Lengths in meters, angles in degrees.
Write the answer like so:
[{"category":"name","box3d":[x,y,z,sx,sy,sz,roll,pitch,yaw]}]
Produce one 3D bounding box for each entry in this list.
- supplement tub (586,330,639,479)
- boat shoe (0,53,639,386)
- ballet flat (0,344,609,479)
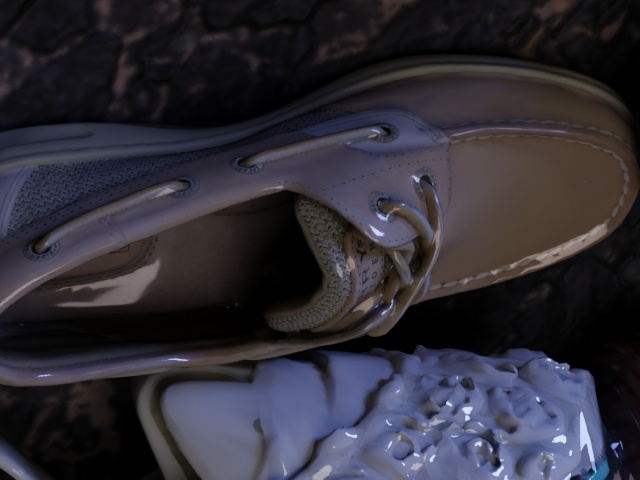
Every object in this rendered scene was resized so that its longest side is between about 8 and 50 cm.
[{"category":"supplement tub","box3d":[0.195,0.082,0.823,0.198,0.106,0.106,-14,125,-15]},{"category":"boat shoe","box3d":[0.000,0.000,0.687,0.302,0.098,0.109,-7,123,-20]},{"category":"ballet flat","box3d":[-0.079,0.123,0.710,0.409,0.147,0.147,-28,128,-3]}]
